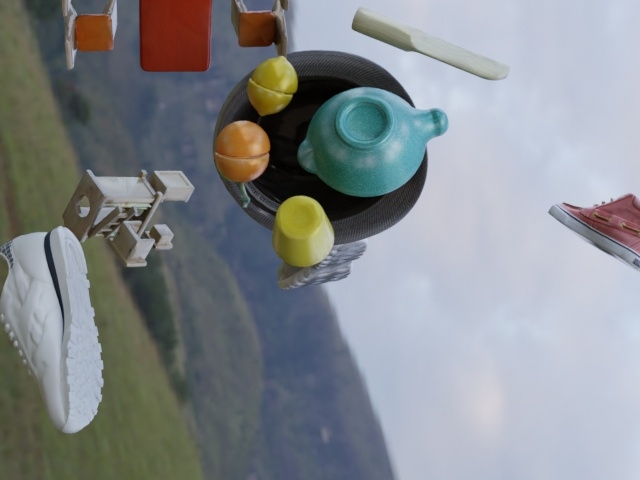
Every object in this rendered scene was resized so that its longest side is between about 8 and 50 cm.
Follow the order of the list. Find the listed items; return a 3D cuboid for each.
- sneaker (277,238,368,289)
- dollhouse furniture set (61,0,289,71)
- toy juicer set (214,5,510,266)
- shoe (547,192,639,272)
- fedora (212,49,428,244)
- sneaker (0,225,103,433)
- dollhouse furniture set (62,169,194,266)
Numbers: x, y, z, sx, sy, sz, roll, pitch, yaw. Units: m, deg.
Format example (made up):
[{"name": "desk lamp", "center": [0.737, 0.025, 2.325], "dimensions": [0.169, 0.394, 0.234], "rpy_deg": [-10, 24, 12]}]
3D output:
[{"name": "sneaker", "center": [0.000, 0.000, 2.363], "dimensions": [0.281, 0.105, 0.115], "rpy_deg": [-42, -119, 62]}, {"name": "dollhouse furniture set", "center": [-0.162, -0.294, 1.679], "dimensions": [0.135, 0.262, 0.259], "rpy_deg": [-100, -170, -46]}, {"name": "toy juicer set", "center": [0.026, -0.139, 1.689], "dimensions": [0.209, 0.329, 0.089], "rpy_deg": [44, -13, 18]}, {"name": "shoe", "center": [0.382, -0.028, 1.978], "dimensions": [0.063, 0.081, 0.178], "rpy_deg": [33, 2, -41]}, {"name": "fedora", "center": [0.010, -0.124, 1.847], "dimensions": [0.244, 0.275, 0.124], "rpy_deg": [69, 22, -14]}, {"name": "sneaker", "center": [-0.305, 0.104, 1.672], "dimensions": [0.090, 0.094, 0.235], "rpy_deg": [54, 25, -68]}, {"name": "dollhouse furniture set", "center": [-0.255, -0.013, 2.200], "dimensions": [0.161, 0.182, 0.101], "rpy_deg": [52, -56, 30]}]
